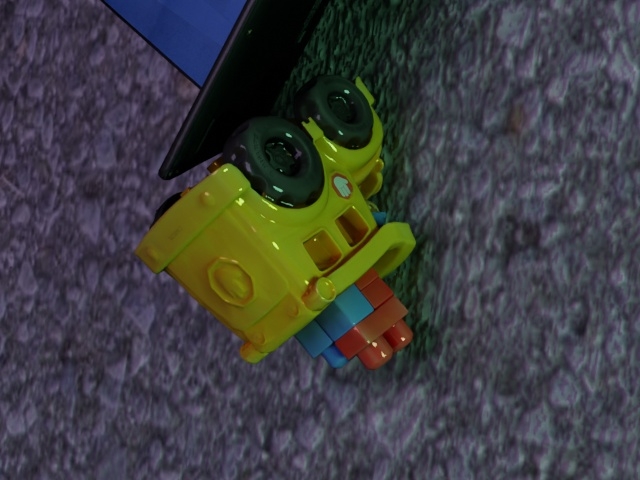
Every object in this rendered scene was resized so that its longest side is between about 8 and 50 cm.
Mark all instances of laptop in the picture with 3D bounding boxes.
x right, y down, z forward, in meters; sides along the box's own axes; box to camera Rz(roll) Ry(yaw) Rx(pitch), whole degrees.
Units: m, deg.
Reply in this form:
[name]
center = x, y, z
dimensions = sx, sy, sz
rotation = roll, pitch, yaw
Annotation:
[laptop]
center = -0.077, -0.298, 1.416
dimensions = 0.236, 0.408, 0.382
rotation = 30, 107, 5

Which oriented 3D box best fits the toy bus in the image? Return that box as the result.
[toy bus]
center = 0.000, 0.000, 1.350
dimensions = 0.211, 0.220, 0.149
rotation = 48, 132, 2
